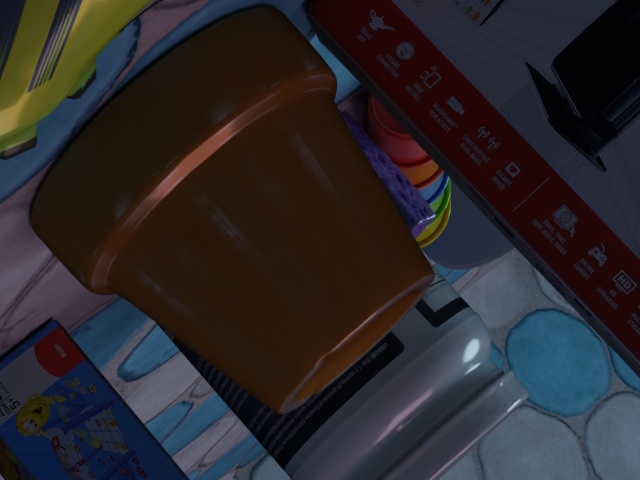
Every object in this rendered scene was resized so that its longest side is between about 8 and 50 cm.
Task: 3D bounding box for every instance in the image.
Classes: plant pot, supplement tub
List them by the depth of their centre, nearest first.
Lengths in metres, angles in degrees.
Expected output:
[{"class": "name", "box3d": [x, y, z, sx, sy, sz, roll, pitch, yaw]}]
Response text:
[{"class": "plant pot", "box3d": [-0.038, -0.004, 1.035, 0.205, 0.188, 0.205, -41, 171, -8]}, {"class": "supplement tub", "box3d": [0.007, 0.071, 1.293, 0.191, 0.272, 0.191, -40, 170, -8]}]

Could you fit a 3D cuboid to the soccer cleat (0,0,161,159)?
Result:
[{"class": "soccer cleat", "box3d": [-0.096, -0.126, 0.661, 0.289, 0.093, 0.121, -34, 138, -19]}]

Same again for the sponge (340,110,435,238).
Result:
[{"class": "sponge", "box3d": [0.000, 0.000, 1.419, 0.031, 0.117, 0.210, -28, 164, -47]}]

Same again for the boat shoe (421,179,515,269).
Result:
[{"class": "boat shoe", "box3d": [0.246, -0.125, 1.863, 0.367, 0.136, 0.156, -56, 170, 18]}]

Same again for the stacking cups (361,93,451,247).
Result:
[{"class": "stacking cups", "box3d": [0.077, -0.065, 1.495, 0.096, 0.096, 0.316, -41, 171, -7]}]

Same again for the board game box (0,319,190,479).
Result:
[{"class": "board game box", "box3d": [-0.145, 0.238, 1.343, 0.086, 0.302, 0.308, -39, 169, -17]}]

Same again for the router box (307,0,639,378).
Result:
[{"class": "router box", "box3d": [0.213, -0.122, 1.082, 0.301, 0.335, 0.082, -43, 170, -1]}]
